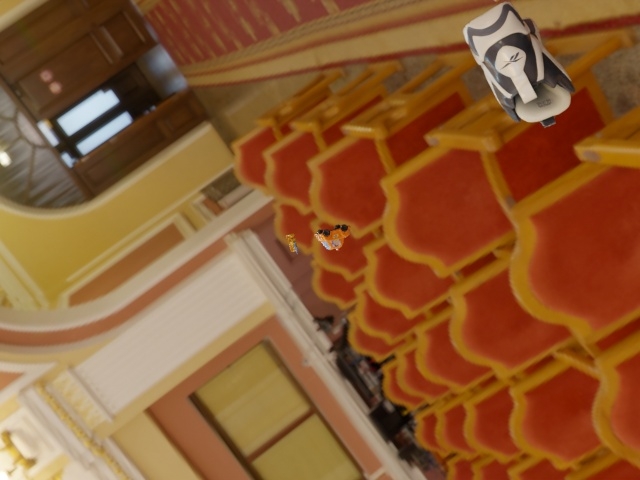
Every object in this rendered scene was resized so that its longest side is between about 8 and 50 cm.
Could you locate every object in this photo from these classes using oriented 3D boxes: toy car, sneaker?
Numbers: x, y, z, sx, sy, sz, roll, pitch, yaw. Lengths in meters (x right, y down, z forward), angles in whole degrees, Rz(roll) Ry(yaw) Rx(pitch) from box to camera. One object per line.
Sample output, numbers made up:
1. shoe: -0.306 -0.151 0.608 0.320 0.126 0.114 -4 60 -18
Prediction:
1. toy car: 0.000 0.000 1.332 0.122 0.060 0.041 -8 98 54
2. sneaker: 0.270 -0.214 1.060 0.153 0.094 0.235 65 -165 6
